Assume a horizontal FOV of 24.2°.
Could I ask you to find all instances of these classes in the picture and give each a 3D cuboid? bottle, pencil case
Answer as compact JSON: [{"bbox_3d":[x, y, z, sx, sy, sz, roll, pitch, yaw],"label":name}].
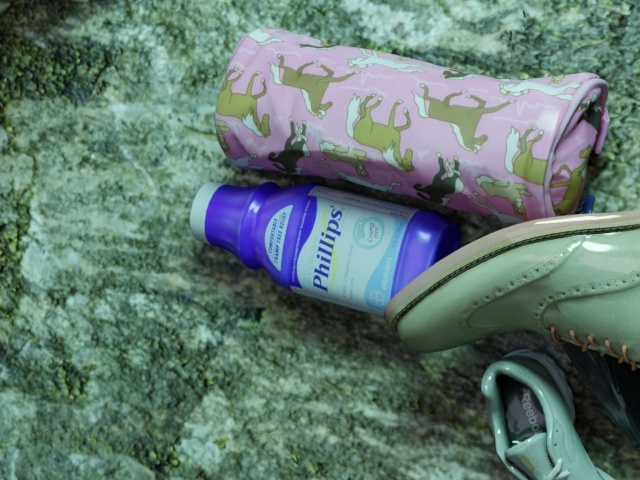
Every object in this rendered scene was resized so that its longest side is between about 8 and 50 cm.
[{"bbox_3d":[0.000,0.000,1.537,0.283,0.092,0.118,15,98,25],"label":"bottle"},{"bbox_3d":[0.084,-0.115,1.468,0.386,0.167,0.160,12,69,25],"label":"pencil case"}]

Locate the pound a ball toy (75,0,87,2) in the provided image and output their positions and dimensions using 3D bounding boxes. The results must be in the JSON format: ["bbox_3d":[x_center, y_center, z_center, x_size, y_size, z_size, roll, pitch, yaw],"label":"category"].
[{"bbox_3d":[-0.294,-0.349,1.575,0.135,0.319,0.208,12,91,25],"label":"pound a ball toy"}]

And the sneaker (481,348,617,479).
[{"bbox_3d":[0.219,0.226,1.405,0.099,0.121,0.262,-34,73,19],"label":"sneaker"}]

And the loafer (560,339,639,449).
[{"bbox_3d":[0.275,0.125,1.429,0.061,0.062,0.170,-44,61,49],"label":"loafer"}]

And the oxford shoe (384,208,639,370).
[{"bbox_3d":[0.243,0.052,1.334,0.397,0.140,0.146,-19,73,25],"label":"oxford shoe"}]
